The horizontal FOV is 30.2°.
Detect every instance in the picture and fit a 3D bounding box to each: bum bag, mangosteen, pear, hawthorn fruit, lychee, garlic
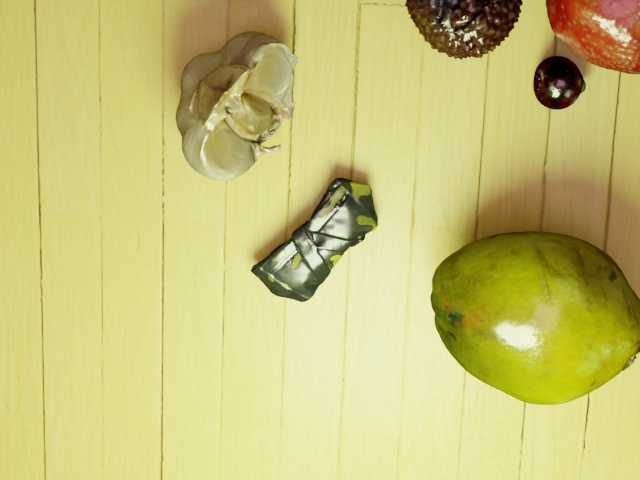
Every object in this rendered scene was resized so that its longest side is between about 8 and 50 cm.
[{"bbox_3d":[0.000,0.000,1.852,0.106,0.060,0.232,41,105,-15],"label":"bum bag"},{"bbox_3d":[0.356,-0.234,1.762,0.081,0.081,0.081,1,104,4],"label":"mangosteen"},{"bbox_3d":[0.321,0.108,1.760,0.321,0.269,0.269,14,104,13],"label":"pear"},{"bbox_3d":[0.408,-0.351,1.671,0.253,0.205,0.205,31,104,1],"label":"hawthorn fruit"},{"bbox_3d":[0.205,-0.350,1.695,0.188,0.188,0.188,1,104,4],"label":"lychee"},{"bbox_3d":[-0.141,-0.205,1.779,0.142,0.178,0.229,23,86,29],"label":"garlic"}]
